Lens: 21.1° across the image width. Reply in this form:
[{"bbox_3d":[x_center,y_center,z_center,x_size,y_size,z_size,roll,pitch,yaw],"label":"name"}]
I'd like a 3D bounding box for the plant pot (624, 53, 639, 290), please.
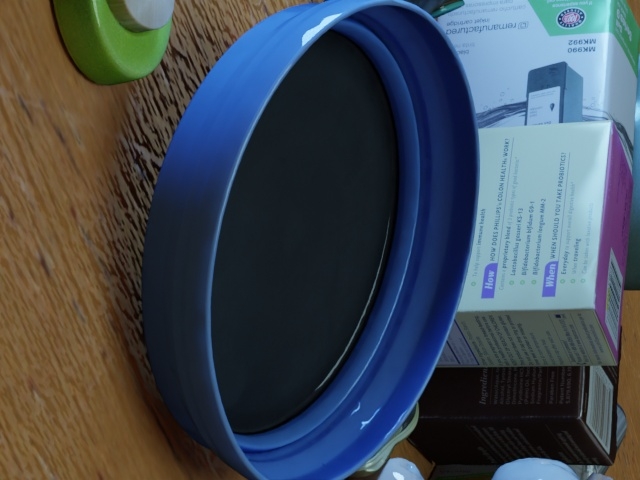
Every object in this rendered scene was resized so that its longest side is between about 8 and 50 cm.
[{"bbox_3d":[0.311,-0.077,2.063,0.293,0.196,0.293,177,-90,-89],"label":"plant pot"}]

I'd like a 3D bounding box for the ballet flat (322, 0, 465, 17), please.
[{"bbox_3d":[0.074,-0.239,1.675,0.096,0.095,0.280,69,26,-13],"label":"ballet flat"}]

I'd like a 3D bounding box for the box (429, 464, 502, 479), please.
[{"bbox_3d":[0.186,0.348,1.879,0.103,0.114,0.203,-51,134,-60],"label":"box"}]

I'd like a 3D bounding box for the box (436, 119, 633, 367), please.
[{"bbox_3d":[0.172,0.007,1.692,0.117,0.243,0.214,58,35,-52],"label":"box"}]

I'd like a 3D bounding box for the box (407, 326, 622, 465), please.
[{"bbox_3d":[0.199,0.135,1.804,0.168,0.203,0.167,49,43,-59],"label":"box"}]

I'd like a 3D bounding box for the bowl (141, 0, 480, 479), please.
[{"bbox_3d":[0.000,0.000,1.350,0.391,0.077,0.391,-28,125,-51],"label":"bowl"}]

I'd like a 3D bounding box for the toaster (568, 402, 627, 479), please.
[{"bbox_3d":[0.254,0.273,1.997,0.227,0.129,0.146,-63,169,30],"label":"toaster"}]

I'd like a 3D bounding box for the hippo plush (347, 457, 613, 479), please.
[{"bbox_3d":[0.171,0.324,1.598,0.294,0.236,0.234,48,35,-43],"label":"hippo plush"}]

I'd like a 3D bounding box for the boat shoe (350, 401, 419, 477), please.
[{"bbox_3d":[0.056,0.169,1.638,0.152,0.056,0.049,-54,142,-58],"label":"boat shoe"}]

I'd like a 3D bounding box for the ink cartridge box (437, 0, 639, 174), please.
[{"bbox_3d":[0.233,-0.126,1.902,0.121,0.211,0.289,47,45,-57],"label":"ink cartridge box"}]

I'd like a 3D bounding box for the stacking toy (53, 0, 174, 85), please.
[{"bbox_3d":[-0.111,-0.265,1.143,0.279,0.130,0.309,57,37,-52],"label":"stacking toy"}]
